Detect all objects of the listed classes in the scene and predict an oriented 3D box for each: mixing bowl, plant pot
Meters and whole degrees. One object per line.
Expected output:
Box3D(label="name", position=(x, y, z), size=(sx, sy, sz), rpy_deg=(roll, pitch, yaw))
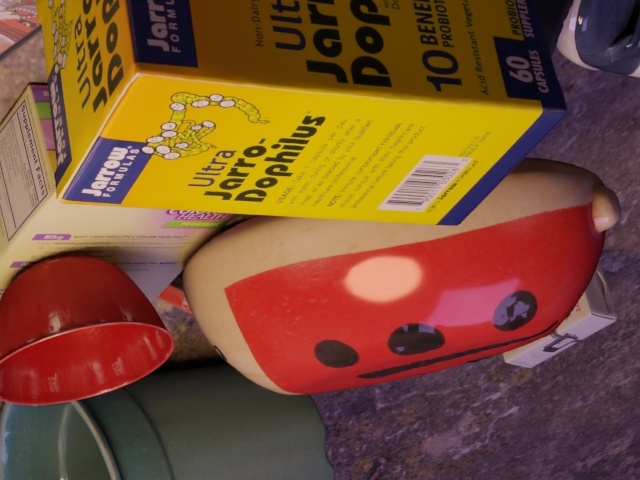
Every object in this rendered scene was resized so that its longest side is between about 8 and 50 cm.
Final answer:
Box3D(label="mixing bowl", position=(-0.237, 0.076, 1.784), size=(0.181, 0.098, 0.181), rpy_deg=(-14, 156, -6))
Box3D(label="plant pot", position=(-0.184, 0.304, 2.384), size=(0.334, 0.341, 0.341), rpy_deg=(-12, 158, -33))

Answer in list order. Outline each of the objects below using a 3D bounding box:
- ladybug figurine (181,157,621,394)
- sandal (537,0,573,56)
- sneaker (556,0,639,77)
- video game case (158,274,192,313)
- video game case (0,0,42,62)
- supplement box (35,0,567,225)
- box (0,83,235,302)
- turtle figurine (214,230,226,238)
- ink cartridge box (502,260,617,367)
Box3D(label="ladybug figurine", position=(0.077, 0.041, 1.797), size=(0.449, 0.162, 0.305), rpy_deg=(-17, 165, 29))
Box3D(label="sandal", position=(0.160, -0.232, 1.643), size=(0.107, 0.167, 0.445), rpy_deg=(11, 144, -5))
Box3D(label="sneaker", position=(0.353, -0.198, 1.777), size=(0.350, 0.148, 0.131), rpy_deg=(3, 107, -53))
Box3D(label="video game case", position=(-0.042, 0.091, 2.109), size=(0.204, 0.025, 0.285), rpy_deg=(7, -170, -44))
Box3D(label="video game case", position=(-0.337, -0.189, 1.496), size=(0.275, 0.035, 0.248), rpy_deg=(-31, 154, 29))
Box3D(label="supplement box", position=(-0.020, -0.145, 1.472), size=(0.357, 0.194, 0.195), rpy_deg=(2, 151, -25))
Box3D(label="box", position=(-0.221, -0.036, 1.819), size=(0.214, 0.117, 0.243), rpy_deg=(0, 153, -34))
Box3D(label="turtle figurine", position=(0.000, 0.000, 2.058), size=(0.234, 0.118, 0.175), rpy_deg=(-13, 146, 35))
Box3D(label="ink cartridge box", position=(0.301, 0.085, 2.466), size=(0.150, 0.109, 0.063), rpy_deg=(-34, 149, 33))
